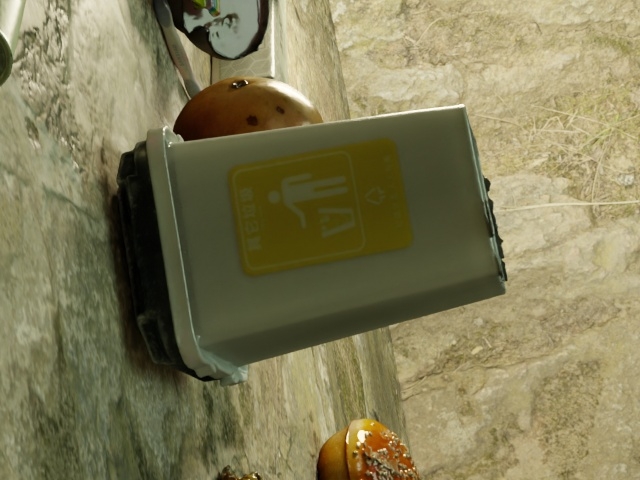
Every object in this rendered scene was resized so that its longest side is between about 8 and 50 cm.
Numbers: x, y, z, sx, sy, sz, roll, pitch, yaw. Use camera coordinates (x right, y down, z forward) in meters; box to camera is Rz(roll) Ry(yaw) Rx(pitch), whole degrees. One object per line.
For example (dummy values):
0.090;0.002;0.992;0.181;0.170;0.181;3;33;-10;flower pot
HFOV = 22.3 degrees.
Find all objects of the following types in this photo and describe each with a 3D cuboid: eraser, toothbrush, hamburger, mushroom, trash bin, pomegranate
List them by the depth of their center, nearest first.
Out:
0.000;0.000;1.685;0.296;0.367;0.256;52;27;-74;trash bin
-0.083;-0.102;1.919;0.191;0.191;0.191;-12;90;-82;pomegranate
-0.167;-0.207;2.069;0.027;0.021;0.269;-101;174;-47;toothbrush
-0.144;-0.320;2.079;0.117;0.141;0.188;4;-70;63;mushroom
-0.101;-0.266;2.357;0.404;0.096;0.098;-94;170;-47;eraser
0.079;0.382;2.501;0.237;0.147;0.237;-15;90;-81;hamburger

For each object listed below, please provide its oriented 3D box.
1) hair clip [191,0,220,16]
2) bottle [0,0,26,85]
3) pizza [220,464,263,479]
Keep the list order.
-0.171;-0.321;1.944;0.188;0.033;0.060;17;67;-59;hair clip
-0.257;-0.194;1.229;0.201;0.072;0.072;-93;168;-50;bottle
-0.077;0.318;1.759;0.194;0.069;0.154;38;42;-80;pizza
